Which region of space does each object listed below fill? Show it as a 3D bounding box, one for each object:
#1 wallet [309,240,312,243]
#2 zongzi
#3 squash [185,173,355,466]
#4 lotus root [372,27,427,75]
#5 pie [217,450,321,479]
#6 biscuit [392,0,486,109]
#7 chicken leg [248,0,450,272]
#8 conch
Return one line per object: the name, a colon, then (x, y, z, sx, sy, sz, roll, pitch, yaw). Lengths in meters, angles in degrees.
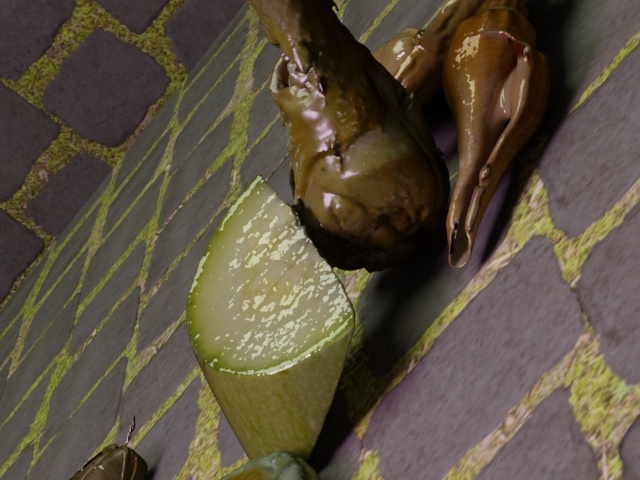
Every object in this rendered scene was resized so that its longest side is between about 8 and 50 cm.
wallet: (0.000, 0.000, 1.914, 0.061, 0.025, 0.122, -51, 15, 20)
zongzi: (-0.227, 0.306, 1.895, 0.189, 0.081, 0.178, -44, 34, -17)
squash: (-0.039, 0.100, 1.560, 0.204, 0.155, 0.237, -42, 39, 8)
lotus root: (0.098, -0.213, 2.013, 0.073, 0.062, 0.150, -34, -2, -38)
pie: (-0.091, 0.308, 1.436, 0.302, 0.067, 0.302, -48, 17, 20)
biscuit: (0.124, -0.191, 1.807, 0.269, 0.051, 0.376, -49, -2, -26)
chicken leg: (-0.001, -0.149, 1.547, 0.153, 0.429, 0.201, -28, 24, -7)
conch: (0.163, -0.112, 1.563, 0.109, 0.093, 0.330, -6, 59, 25)
